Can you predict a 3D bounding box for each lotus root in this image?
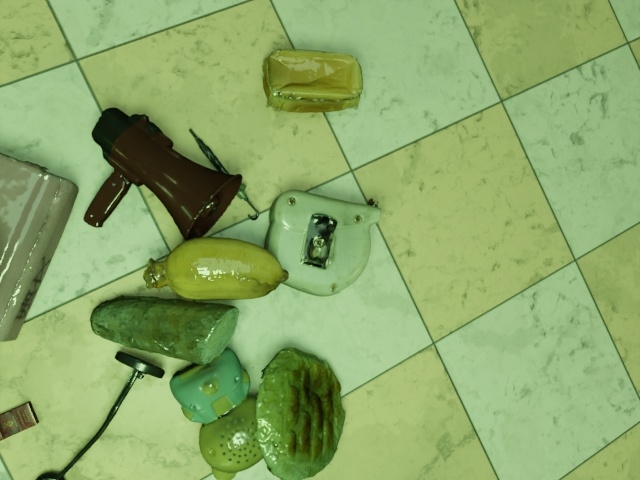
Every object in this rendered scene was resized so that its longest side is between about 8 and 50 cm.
[{"bbox_3d":[-0.221,0.059,1.186,0.303,0.146,0.131,2,53,-11],"label":"lotus root"}]

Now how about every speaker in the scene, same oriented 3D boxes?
[{"bbox_3d":[-0.378,-0.124,1.252,0.329,0.198,0.259,32,118,5],"label":"speaker"}]

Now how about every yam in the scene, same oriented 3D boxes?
[{"bbox_3d":[-0.340,0.183,1.170,0.330,0.133,0.133,5,83,15],"label":"yam"}]

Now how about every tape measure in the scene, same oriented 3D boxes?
[{"bbox_3d":[0.000,0.000,1.320,0.258,0.130,0.265,11,83,-16],"label":"tape measure"}]

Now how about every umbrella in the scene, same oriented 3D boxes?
[{"bbox_3d":[-0.225,-0.165,1.323,0.044,0.044,0.269,-34,93,18],"label":"umbrella"}]

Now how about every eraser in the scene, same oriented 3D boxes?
[{"bbox_3d":[-0.705,-0.004,1.141,0.272,0.122,0.359,20,80,-9],"label":"eraser"}]

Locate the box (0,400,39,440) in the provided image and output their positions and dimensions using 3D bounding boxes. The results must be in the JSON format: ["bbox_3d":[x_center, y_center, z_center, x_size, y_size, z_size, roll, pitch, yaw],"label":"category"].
[{"bbox_3d":[-0.652,0.385,1.167,0.082,0.023,0.052,-23,90,-15],"label":"box"}]

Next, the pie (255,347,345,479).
[{"bbox_3d":[-0.040,0.381,1.230,0.306,0.071,0.307,33,49,-47],"label":"pie"}]

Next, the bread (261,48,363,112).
[{"bbox_3d":[-0.020,-0.391,1.360,0.241,0.107,0.136,-3,83,-15],"label":"bread"}]

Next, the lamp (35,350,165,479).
[{"bbox_3d":[-0.484,0.401,1.203,0.130,0.108,0.371,31,93,-22],"label":"lamp"}]

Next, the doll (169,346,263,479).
[{"bbox_3d":[-0.206,0.380,1.214,0.177,0.161,0.261,-28,90,-17],"label":"doll"}]
